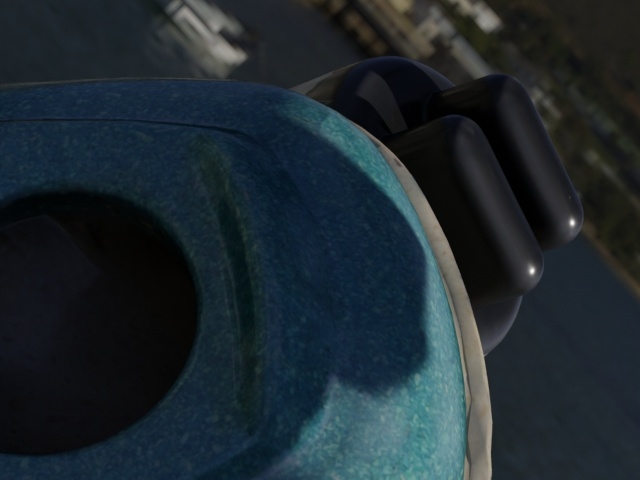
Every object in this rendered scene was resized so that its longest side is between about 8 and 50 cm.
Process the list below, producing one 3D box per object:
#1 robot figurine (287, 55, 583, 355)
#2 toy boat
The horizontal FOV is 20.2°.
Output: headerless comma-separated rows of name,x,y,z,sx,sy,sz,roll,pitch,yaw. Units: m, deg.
robot figurine,-0.002,-0.001,0.980,0.209,0.278,0.174,18,63,-47
toy boat,-0.111,-0.015,0.456,0.148,0.267,0.318,83,-9,-60
